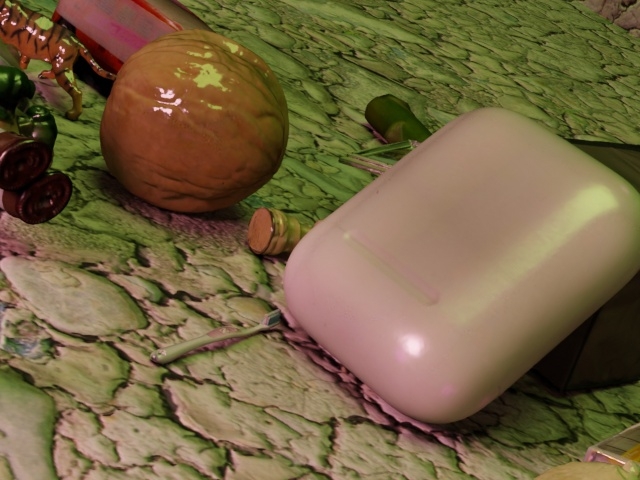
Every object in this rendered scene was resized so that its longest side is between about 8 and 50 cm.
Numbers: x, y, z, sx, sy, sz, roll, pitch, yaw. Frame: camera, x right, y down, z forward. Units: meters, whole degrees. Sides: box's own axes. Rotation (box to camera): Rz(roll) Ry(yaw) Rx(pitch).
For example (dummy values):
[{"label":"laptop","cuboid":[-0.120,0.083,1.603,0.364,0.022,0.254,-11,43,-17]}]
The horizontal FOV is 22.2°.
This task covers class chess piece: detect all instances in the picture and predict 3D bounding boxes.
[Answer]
[{"label":"chess piece","cuboid":[0.000,-0.001,1.944,0.172,0.060,0.060,9,24,-32]}]

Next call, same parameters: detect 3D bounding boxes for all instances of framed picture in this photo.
[{"label":"framed picture","cuboid":[0.186,-0.082,2.088,0.274,0.017,0.217,18,16,21]}]

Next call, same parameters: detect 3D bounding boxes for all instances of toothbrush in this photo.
[{"label":"toothbrush","cuboid":[-0.103,0.099,1.655,0.017,0.022,0.204,29,26,28]}]

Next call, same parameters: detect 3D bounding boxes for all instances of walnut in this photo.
[{"label":"walnut","cuboid":[-0.146,-0.137,1.936,0.228,0.228,0.228,18,21,-7]}]

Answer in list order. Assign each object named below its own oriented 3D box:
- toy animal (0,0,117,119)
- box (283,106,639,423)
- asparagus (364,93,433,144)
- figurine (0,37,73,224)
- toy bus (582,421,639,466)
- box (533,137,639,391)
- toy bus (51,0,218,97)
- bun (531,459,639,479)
[{"label":"toy animal","cuboid":[-0.348,-0.246,2.134,0.255,0.116,0.114,24,23,9]},{"label":"box","cuboid":[0.153,0.019,1.719,0.349,0.141,0.288,-38,51,-15]},{"label":"asparagus","cuboid":[0.143,-0.141,2.398,0.067,0.060,0.278,18,20,-35]},{"label":"figurine","cuboid":[-0.383,-0.144,1.776,0.370,0.167,0.281,44,-11,45]},{"label":"toy bus","cuboid":[0.360,0.230,1.666,0.106,0.092,0.268,22,19,32]},{"label":"box","cuboid":[0.325,0.032,1.878,0.188,0.252,0.153,0,32,-47]},{"label":"toy bus","cuboid":[-0.250,-0.269,2.251,0.127,0.147,0.302,4,27,-48]},{"label":"bun","cuboid":[0.277,0.267,1.441,0.222,0.127,0.222,17,19,-6]}]
